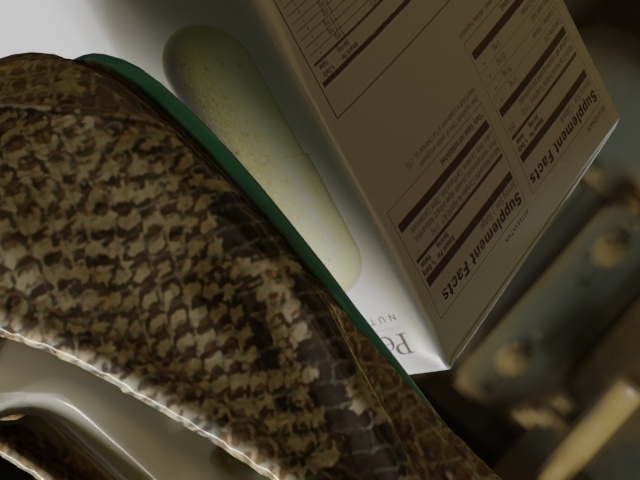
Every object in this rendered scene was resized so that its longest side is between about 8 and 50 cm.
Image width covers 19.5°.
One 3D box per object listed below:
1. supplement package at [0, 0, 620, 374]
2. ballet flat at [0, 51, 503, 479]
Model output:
[{"bbox_3d":[-0.039,-0.092,0.796,0.262,0.199,0.198,61,-139,-20],"label":"supplement package"},{"bbox_3d":[0.028,0.143,0.603,0.483,0.182,0.164,40,146,-4],"label":"ballet flat"}]
